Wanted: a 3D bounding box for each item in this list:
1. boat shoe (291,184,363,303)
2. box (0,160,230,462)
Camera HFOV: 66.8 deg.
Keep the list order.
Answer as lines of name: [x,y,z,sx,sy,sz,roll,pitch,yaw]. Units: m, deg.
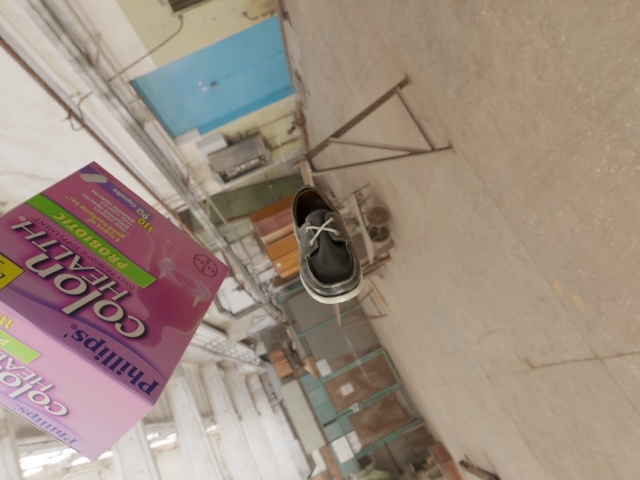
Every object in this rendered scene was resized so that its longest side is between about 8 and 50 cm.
boat shoe: [0.000,0.000,0.670,0.233,0.084,0.079,-106,-3,-57]
box: [-0.245,0.058,0.523,0.214,0.117,0.243,41,-154,-13]
